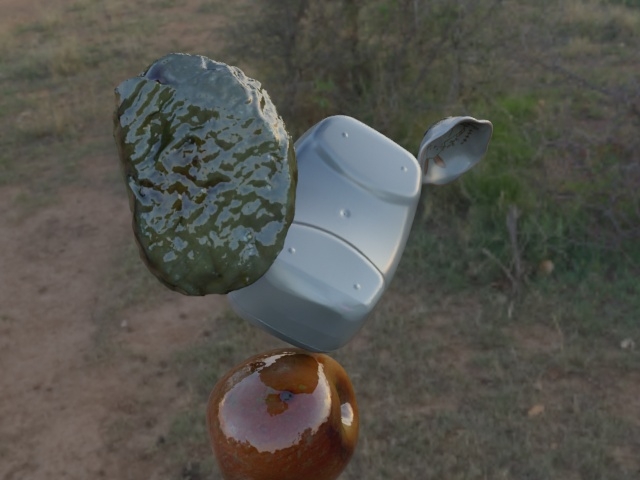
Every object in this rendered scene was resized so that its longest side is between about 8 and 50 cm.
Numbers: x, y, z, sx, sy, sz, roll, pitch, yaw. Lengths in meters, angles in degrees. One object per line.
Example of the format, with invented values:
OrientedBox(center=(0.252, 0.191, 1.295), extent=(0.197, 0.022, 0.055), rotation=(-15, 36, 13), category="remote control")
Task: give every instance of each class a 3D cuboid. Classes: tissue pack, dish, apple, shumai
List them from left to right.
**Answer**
OrientedBox(center=(-0.120, -0.075, 0.948), extent=(0.189, 0.256, 0.218), rotation=(-6, 7, -1), category="shumai")
OrientedBox(center=(-0.051, 0.276, 1.298), extent=(0.253, 0.253, 0.253), rotation=(-6, 26, 3), category="apple")
OrientedBox(center=(0.000, 0.000, 1.296), extent=(0.229, 0.236, 0.333), rotation=(29, 58, -8), category="tissue pack")
OrientedBox(center=(0.316, -0.241, 2.130), extent=(0.229, 0.229, 0.081), rotation=(-19, 54, -22), category="dish")
